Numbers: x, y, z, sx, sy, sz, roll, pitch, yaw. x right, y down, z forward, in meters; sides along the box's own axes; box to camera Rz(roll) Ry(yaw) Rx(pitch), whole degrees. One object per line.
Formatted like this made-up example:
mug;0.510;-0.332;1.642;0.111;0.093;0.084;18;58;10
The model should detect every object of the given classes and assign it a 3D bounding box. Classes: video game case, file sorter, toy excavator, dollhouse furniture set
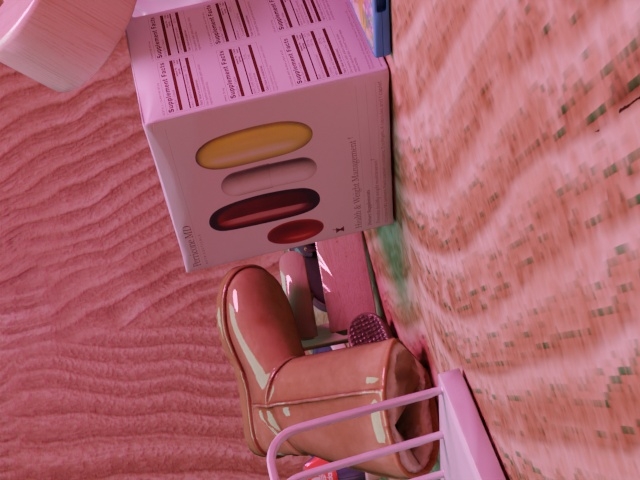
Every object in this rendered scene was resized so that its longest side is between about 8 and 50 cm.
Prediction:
video game case;0.028;-0.238;0.729;0.166;0.015;0.119;83;172;-50
file sorter;0.066;0.281;0.797;0.278;0.173;0.193;82;172;-46
toy excavator;-0.239;-0.376;0.954;0.433;0.222;0.445;23;88;50
dollhouse furniture set;0.003;0.065;1.225;0.151;0.144;0.123;39;-140;-74

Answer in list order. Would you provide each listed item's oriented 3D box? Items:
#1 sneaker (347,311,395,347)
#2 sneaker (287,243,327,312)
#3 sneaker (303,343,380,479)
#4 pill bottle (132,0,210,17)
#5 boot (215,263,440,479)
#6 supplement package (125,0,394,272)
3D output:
sneaker;0.079;0.171;1.069;0.071;0.066;0.188;54;-159;-56
sneaker;-0.005;-0.008;1.298;0.118;0.083;0.222;-178;76;-84
sneaker;-0.002;0.287;1.676;0.350;0.148;0.131;-113;10;-62
pill bottle;-0.150;-0.392;1.137;0.152;0.152;0.272;85;-165;-57
boot;0.004;0.125;1.020;0.269;0.089;0.236;-15;88;55
supplement package;-0.051;-0.104;0.882;0.194;0.203;0.149;82;173;-49
